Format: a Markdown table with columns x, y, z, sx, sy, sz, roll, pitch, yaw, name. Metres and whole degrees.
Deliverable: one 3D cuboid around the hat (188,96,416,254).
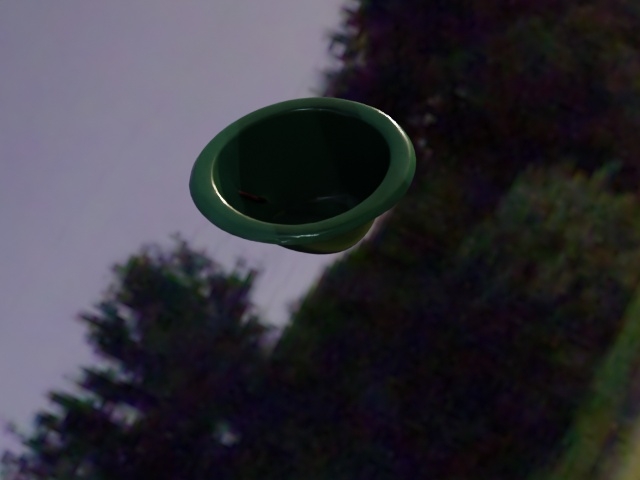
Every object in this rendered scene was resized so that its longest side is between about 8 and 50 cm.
| x | y | z | sx | sy | sz | roll | pitch | yaw | name |
| --- | --- | --- | --- | --- | --- | --- | --- | --- | --- |
| 0.000 | 0.000 | 1.371 | 0.208 | 0.173 | 0.184 | -35 | -40 | -30 | hat |
